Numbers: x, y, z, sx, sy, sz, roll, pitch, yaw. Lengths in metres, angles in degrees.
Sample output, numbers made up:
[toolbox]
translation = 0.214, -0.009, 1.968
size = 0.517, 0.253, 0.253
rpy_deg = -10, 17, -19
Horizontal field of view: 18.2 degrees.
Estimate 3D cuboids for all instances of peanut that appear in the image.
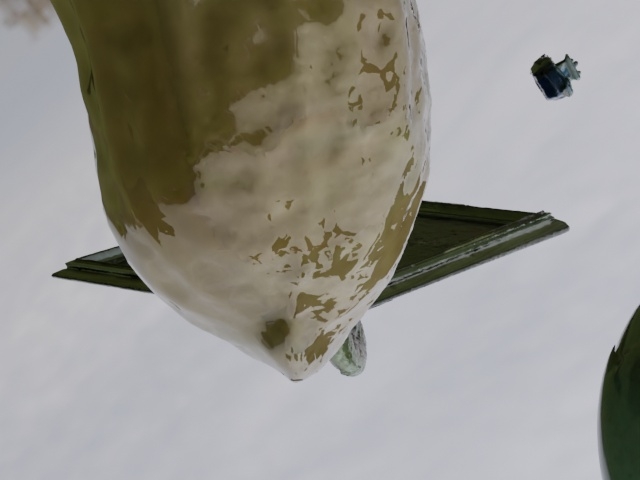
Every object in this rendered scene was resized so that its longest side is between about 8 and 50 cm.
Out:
[peanut]
translation = -0.041, -0.104, 0.821
size = 0.158, 0.340, 0.174
rpy_deg = -15, -176, -43

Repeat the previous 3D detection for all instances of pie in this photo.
[pie]
translation = 0.009, 0.035, 1.093
size = 0.021, 0.084, 0.084
rpy_deg = -17, -160, 12

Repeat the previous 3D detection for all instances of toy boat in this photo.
[toy boat]
translation = 0.175, -0.123, 1.474
size = 0.038, 0.038, 0.083
rpy_deg = -38, -174, 8

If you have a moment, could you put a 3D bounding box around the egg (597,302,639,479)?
[egg]
translation = 0.239, 0.125, 1.086
size = 0.169, 0.237, 0.169
rpy_deg = -18, 168, -4

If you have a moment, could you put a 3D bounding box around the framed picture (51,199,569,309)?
[framed picture]
translation = 0.000, 0.000, 1.348
size = 0.232, 0.019, 0.296
rpy_deg = 7, -165, 33
